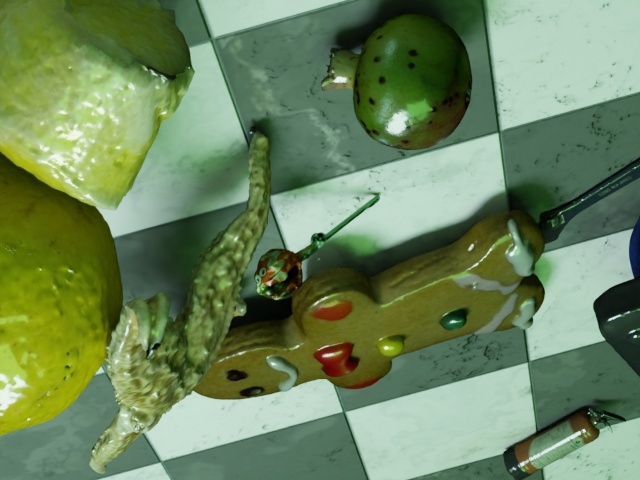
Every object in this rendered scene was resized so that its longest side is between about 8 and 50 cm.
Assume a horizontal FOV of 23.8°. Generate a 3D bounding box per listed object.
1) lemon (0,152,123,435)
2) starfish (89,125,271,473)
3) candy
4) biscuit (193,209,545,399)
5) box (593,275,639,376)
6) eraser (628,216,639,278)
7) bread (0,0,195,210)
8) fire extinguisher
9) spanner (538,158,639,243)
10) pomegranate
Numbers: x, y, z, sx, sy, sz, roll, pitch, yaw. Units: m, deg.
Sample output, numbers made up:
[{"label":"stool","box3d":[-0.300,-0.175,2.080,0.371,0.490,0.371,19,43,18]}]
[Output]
[{"label":"lemon","box3d":[-0.312,0.045,1.372,0.293,0.293,0.293,-10,145,-7]},{"label":"starfish","box3d":[-0.126,0.072,1.491,0.082,0.324,0.432,30,147,6]},{"label":"candy","box3d":[0.000,0.000,1.571,0.185,0.049,0.055,-38,163,-32]},{"label":"biscuit","box3d":[0.057,0.109,1.749,0.432,0.064,0.283,-19,152,0]},{"label":"box","box3d":[0.482,0.084,1.720,0.290,0.073,0.289,-21,147,20]},{"label":"eraser","box3d":[0.531,0.001,1.773,0.332,0.101,0.155,-2,145,-16]},{"label":"bread","box3d":[-0.199,-0.132,1.259,0.197,0.197,0.170,23,124,-41]},{"label":"fire extinguisher","box3d":[0.342,0.281,2.139,0.177,0.050,0.062,-33,123,25]},{"label":"spanner","box3d":[0.313,-0.050,1.699,0.208,0.012,0.046,-34,141,25]},{"label":"pomegranate","box3d":[0.079,-0.145,1.395,0.130,0.130,0.130,-10,145,-7]}]
